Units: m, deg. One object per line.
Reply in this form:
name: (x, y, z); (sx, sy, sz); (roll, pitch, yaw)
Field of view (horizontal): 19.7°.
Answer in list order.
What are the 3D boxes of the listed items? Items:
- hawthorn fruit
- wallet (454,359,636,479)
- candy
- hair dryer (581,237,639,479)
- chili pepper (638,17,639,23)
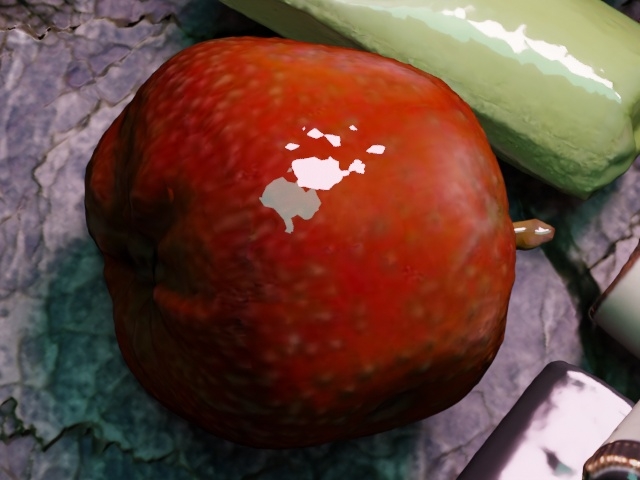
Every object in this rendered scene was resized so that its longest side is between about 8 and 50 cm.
hawthorn fruit: (0.000, 0.000, 1.173); (0.299, 0.275, 0.275); (-3, 67, -5)
wallet: (0.122, 0.285, 1.170); (0.228, 0.062, 0.406); (38, 66, 9)
candy: (0.087, -0.158, 1.315); (0.343, 0.132, 0.142); (29, 103, 5)
hair dryer: (0.242, 0.101, 1.156); (0.203, 0.128, 0.362); (40, 32, 10)
chili pepper: (0.272, -0.167, 1.354); (0.073, 0.123, 0.070); (-4, 71, -12)
